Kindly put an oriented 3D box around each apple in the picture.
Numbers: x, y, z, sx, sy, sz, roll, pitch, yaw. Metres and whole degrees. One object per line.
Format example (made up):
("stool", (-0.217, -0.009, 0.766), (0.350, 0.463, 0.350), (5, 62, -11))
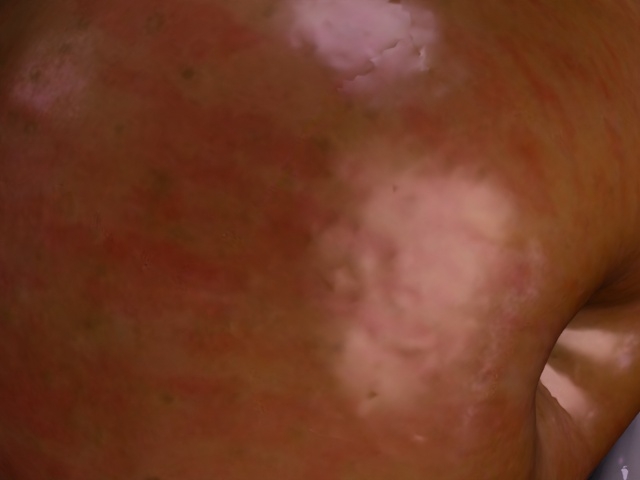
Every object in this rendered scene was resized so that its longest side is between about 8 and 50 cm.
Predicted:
("apple", (0.000, 0.000, 0.897), (0.391, 0.346, 0.391), (-30, 135, -35))

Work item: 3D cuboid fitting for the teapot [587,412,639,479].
("teapot", (0.202, 0.212, 1.177), (0.159, 0.159, 0.232), (-13, 118, -21))
